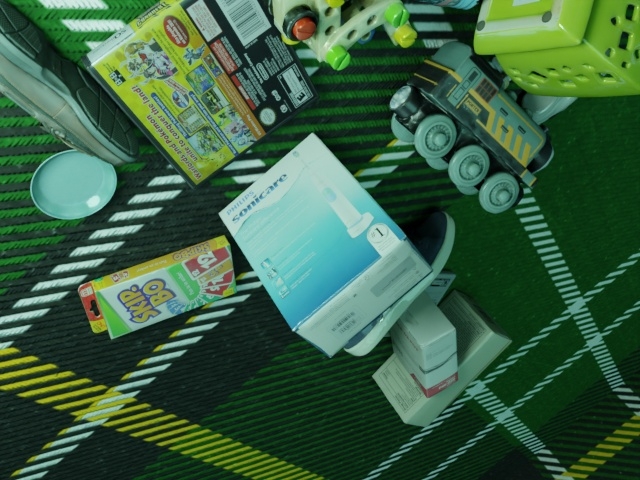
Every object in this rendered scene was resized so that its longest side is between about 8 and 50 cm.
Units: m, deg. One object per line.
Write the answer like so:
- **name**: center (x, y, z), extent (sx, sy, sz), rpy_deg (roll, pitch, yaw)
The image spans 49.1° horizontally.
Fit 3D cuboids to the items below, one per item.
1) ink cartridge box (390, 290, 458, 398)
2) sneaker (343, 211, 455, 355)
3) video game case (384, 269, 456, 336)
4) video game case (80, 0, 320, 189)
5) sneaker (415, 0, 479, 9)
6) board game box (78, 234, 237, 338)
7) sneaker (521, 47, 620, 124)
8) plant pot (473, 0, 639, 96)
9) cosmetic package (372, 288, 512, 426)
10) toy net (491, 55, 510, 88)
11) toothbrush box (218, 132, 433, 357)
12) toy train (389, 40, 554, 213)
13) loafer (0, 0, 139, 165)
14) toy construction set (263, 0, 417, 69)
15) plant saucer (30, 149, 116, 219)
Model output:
- **ink cartridge box**: center (0.226, 0.223, 1.563), extent (0.092, 0.158, 0.218), rpy_deg (-28, 139, -10)
- **sneaker**: center (0.126, 0.062, 1.417), extent (0.148, 0.131, 0.350), rpy_deg (38, 88, -17)
- **video game case**: center (0.189, 0.144, 1.605), extent (0.212, 0.023, 0.193), rpy_deg (4, 125, -39)
- **video game case**: center (-0.156, -0.230, 1.003), extent (0.248, 0.035, 0.275), rpy_deg (-37, 140, -1)
- **sneaker**: center (0.190, -0.431, 0.984), extent (0.125, 0.104, 0.262), rpy_deg (-5, 147, -10)
- **board game box**: center (-0.275, 0.084, 1.214), extent (0.259, 0.039, 0.124), rpy_deg (-18, 135, -17)
- **sneaker**: center (0.488, -0.304, 1.372), extent (0.212, 0.080, 0.094), rpy_deg (-36, 152, 9)
- **plant pot**: center (0.380, -0.361, 1.077), extent (0.207, 0.227, 0.228), rpy_deg (15, 90, -36)
- **cosmetic package**: center (0.293, 0.289, 1.711), extent (0.309, 0.160, 0.113), rpy_deg (-49, 139, 15)
- **toy net**: center (0.339, -0.261, 1.316), extent (0.122, 0.045, 0.232), rpy_deg (1, 127, -35)
- **toothbrush box**: center (0.000, 0.000, 1.128), extent (0.216, 0.295, 0.126), rpy_deg (-41, 141, 3)
- **toy train**: center (0.273, -0.190, 1.226), extent (0.334, 0.142, 0.190), rpy_deg (34, 100, -29)
- **loafer**: center (-0.343, -0.184, 0.887), extent (0.084, 0.096, 0.267), rpy_deg (-25, 135, 16)
- **toy construction set**: center (0.027, -0.367, 0.912), extent (0.215, 0.151, 0.327), rpy_deg (-27, 138, -14)
- **plant saucer**: center (-0.355, -0.084, 1.006), extent (0.119, 0.021, 0.119), rpy_deg (-19, 136, -19)
